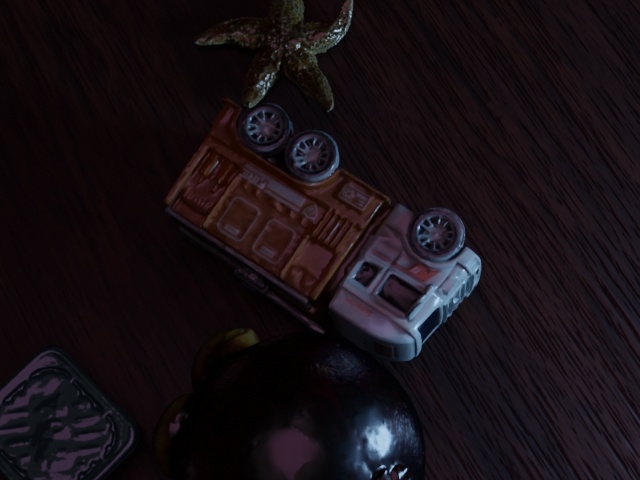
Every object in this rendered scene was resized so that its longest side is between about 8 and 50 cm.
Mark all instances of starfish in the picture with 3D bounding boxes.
[{"bbox_3d":[-0.057,-0.284,1.649,0.236,0.062,0.277,-16,72,-6],"label":"starfish"}]

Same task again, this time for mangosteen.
[{"bbox_3d":[-0.051,0.249,1.336,0.347,0.307,0.307,14,66,38],"label":"mangosteen"}]

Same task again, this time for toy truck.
[{"bbox_3d":[0.000,0.000,1.485,0.388,0.173,0.207,32,78,14],"label":"toy truck"}]

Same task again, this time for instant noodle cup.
[{"bbox_3d":[-0.326,0.240,1.438,0.179,0.070,0.157,43,75,14],"label":"instant noodle cup"}]
